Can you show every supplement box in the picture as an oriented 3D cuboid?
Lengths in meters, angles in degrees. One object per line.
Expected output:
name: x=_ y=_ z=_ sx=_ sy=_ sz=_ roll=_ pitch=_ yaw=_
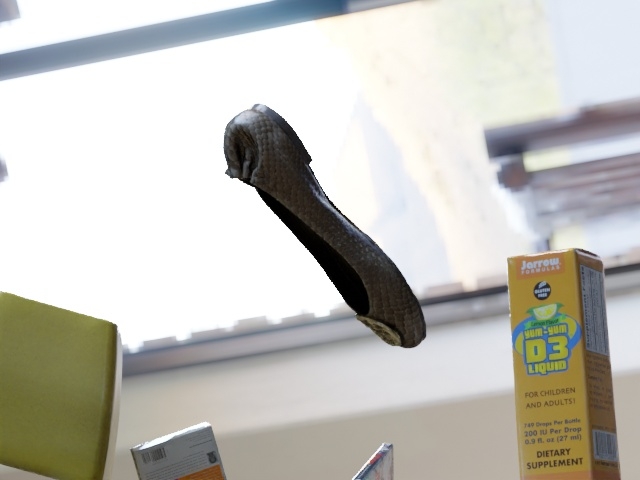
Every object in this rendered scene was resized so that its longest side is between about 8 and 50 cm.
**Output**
supplement box: x=0.224 y=0.127 z=1.622 sx=0.080 sy=0.078 sz=0.233 roll=21 pitch=-117 yaw=-57

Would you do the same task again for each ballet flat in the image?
ballet flat: x=0.000 y=0.000 z=1.404 sx=0.084 sy=0.058 sz=0.250 roll=3 pitch=134 yaw=57

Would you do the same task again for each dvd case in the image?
dvd case: x=0.052 y=0.268 z=1.791 sx=0.119 sy=0.013 sz=0.087 roll=-36 pitch=-53 yaw=-67

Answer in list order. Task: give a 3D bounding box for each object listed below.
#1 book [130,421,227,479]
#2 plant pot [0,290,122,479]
book: x=-0.154 y=0.295 z=2.024 sx=0.035 sy=0.096 sz=0.144 roll=-166 pitch=60 yaw=-70
plant pot: x=-0.324 y=0.169 z=2.003 sx=0.212 sy=0.212 sz=0.187 roll=118 pitch=168 yaw=-82
